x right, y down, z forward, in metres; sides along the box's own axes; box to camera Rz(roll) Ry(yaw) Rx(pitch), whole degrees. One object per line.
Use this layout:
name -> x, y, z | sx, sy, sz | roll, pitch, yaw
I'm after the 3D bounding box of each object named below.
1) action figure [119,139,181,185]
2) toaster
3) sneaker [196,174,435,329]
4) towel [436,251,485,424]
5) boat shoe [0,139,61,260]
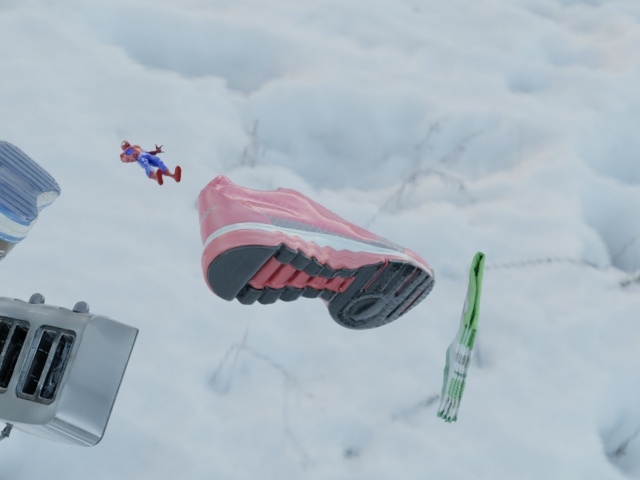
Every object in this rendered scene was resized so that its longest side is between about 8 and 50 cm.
action figure -> -0.196, -0.092, 1.615 | 0.038, 0.030, 0.115 | -17, 26, -30
toaster -> -0.337, 0.164, 1.775 | 0.168, 0.110, 0.186 | 9, 74, 33
sneaker -> 0.000, 0.000, 1.533 | 0.313, 0.116, 0.136 | 15, 42, -40
towel -> 0.144, 0.100, 1.476 | 0.023, 0.152, 0.113 | 9, 43, 2
boat shoe -> -0.246, -0.026, 1.080 | 0.066, 0.066, 0.183 | 40, 10, -10
